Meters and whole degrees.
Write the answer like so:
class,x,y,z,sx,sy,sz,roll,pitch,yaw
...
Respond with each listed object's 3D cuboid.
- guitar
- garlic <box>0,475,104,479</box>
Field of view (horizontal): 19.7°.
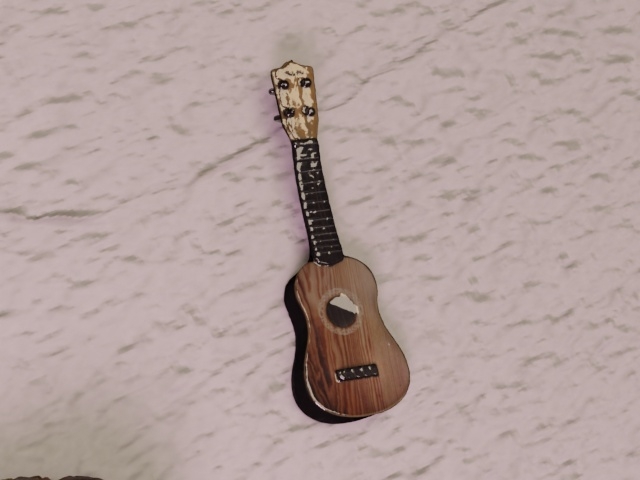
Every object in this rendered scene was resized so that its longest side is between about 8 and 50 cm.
class,x,y,z,sx,sy,sz,roll,pitch,yaw
guitar,-0.001,0.000,1.362,0.084,0.038,0.271,-8,79,-26
garlic,-0.210,0.254,1.151,0.207,0.207,0.256,35,98,-10
